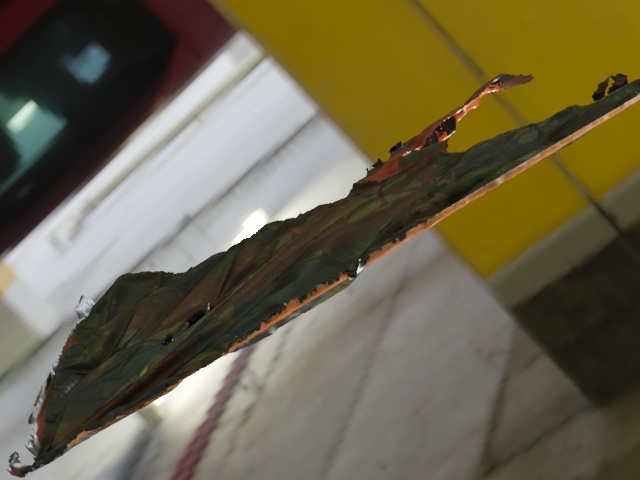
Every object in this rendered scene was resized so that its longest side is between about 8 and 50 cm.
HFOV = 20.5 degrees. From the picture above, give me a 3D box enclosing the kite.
[{"bbox_3d":[0.000,0.000,0.407,0.232,0.009,0.189,-19,-164,47],"label":"kite"}]
